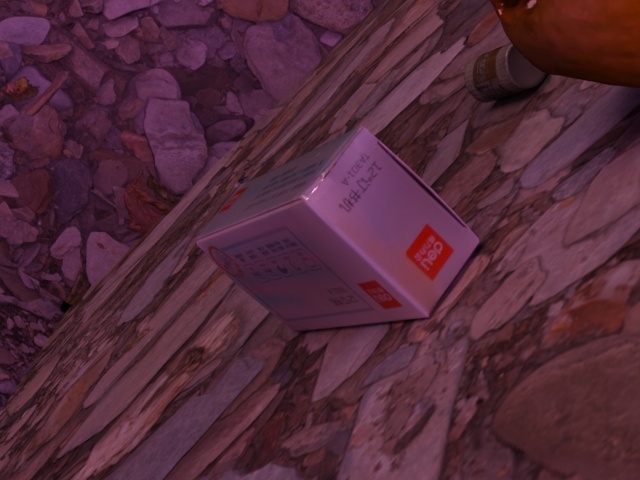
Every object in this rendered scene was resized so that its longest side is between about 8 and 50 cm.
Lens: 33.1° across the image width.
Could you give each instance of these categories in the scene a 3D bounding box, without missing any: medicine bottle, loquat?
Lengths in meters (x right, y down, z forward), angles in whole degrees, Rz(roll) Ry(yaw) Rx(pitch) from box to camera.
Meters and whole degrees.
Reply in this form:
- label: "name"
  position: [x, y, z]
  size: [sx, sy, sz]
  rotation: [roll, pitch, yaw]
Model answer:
- label: "medicine bottle"
  position: [0.173, -0.158, 1.010]
  size: [0.047, 0.047, 0.083]
  rotation: [-50, 14, -14]
- label: "loquat"
  position: [0.205, -0.198, 0.698]
  size: [0.208, 0.208, 0.208]
  rotation: [-44, 13, 13]

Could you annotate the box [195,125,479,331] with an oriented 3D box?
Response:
- label: "box"
  position: [0.000, 0.000, 0.881]
  size: [0.079, 0.135, 0.269]
  rotation: [-52, 13, -21]
